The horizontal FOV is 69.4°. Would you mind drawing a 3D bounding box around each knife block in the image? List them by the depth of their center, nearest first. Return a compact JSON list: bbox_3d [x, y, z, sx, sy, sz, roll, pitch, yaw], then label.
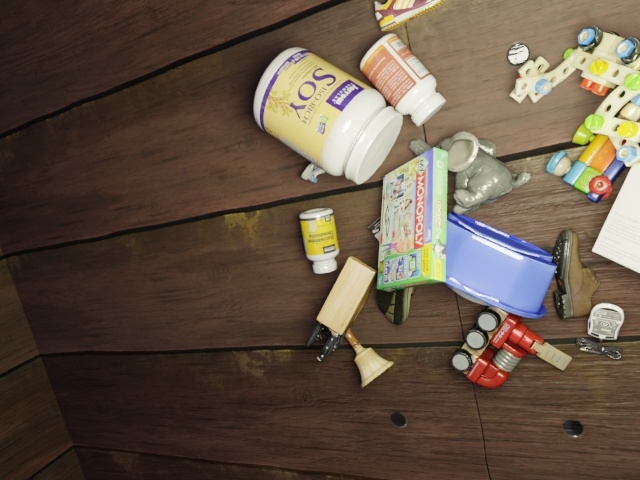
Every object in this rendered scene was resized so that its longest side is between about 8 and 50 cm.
[{"bbox_3d":[0.051,0.209,1.329,0.088,0.242,0.276,30,149,14],"label":"knife block"}]

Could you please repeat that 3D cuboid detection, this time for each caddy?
[{"bbox_3d":[0.403,0.069,1.143,0.341,0.241,0.179,26,108,17],"label":"caddy"}]

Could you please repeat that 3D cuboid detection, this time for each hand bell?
[{"bbox_3d":[0.106,0.323,1.447,0.126,0.126,0.242,-48,70,28],"label":"hand bell"}]

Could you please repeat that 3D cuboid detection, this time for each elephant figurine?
[{"bbox_3d":[0.356,-0.199,1.144,0.186,0.169,0.239,-21,79,0],"label":"elephant figurine"}]

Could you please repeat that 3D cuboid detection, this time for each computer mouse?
[{"bbox_3d":[0.696,0.212,1.133,0.106,0.042,0.193,11,134,27],"label":"computer mouse"}]

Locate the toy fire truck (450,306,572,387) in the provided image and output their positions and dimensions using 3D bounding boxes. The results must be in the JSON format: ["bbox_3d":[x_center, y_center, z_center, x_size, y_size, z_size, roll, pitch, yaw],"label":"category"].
[{"bbox_3d":[0.512,0.302,1.228,0.246,0.158,0.217,35,116,24],"label":"toy fire truck"}]

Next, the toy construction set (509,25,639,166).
[{"bbox_3d":[0.576,-0.321,0.973,0.328,0.151,0.215,48,132,40],"label":"toy construction set"}]

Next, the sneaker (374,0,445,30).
[{"bbox_3d":[0.219,-0.588,1.129,0.185,0.069,0.084,-16,103,27],"label":"sneaker"}]

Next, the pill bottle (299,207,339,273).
[{"bbox_3d":[0.000,0.000,1.383,0.103,0.103,0.184,-4,103,26],"label":"pill bottle"}]

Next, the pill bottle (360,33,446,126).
[{"bbox_3d":[0.209,-0.397,1.160,0.121,0.121,0.216,-42,85,28],"label":"pill bottle"}]

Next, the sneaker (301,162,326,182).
[{"bbox_3d":[0.002,-0.226,1.352,0.058,0.052,0.135,34,115,-7],"label":"sneaker"}]

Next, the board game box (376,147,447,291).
[{"bbox_3d":[0.225,-0.043,1.144,0.213,0.046,0.317,-26,55,61],"label":"board game box"}]

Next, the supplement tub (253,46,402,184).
[{"bbox_3d":[0.018,-0.318,1.198,0.331,0.241,0.241,35,116,15],"label":"supplement tub"}]

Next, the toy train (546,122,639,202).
[{"bbox_3d":[0.641,-0.222,1.037,0.143,0.105,0.248,40,109,29],"label":"toy train"}]

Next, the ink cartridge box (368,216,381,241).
[{"bbox_3d":[0.240,-0.066,1.286,0.097,0.046,0.207,49,118,4],"label":"ink cartridge box"}]

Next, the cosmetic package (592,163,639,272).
[{"bbox_3d":[0.750,-0.102,0.939,0.197,0.155,0.366,41,123,47],"label":"cosmetic package"}]

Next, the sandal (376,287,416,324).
[{"bbox_3d":[0.234,0.117,1.309,0.120,0.086,0.303,40,135,43],"label":"sandal"}]

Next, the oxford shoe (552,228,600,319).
[{"bbox_3d":[0.630,0.080,1.140,0.096,0.083,0.227,-8,104,10],"label":"oxford shoe"}]
